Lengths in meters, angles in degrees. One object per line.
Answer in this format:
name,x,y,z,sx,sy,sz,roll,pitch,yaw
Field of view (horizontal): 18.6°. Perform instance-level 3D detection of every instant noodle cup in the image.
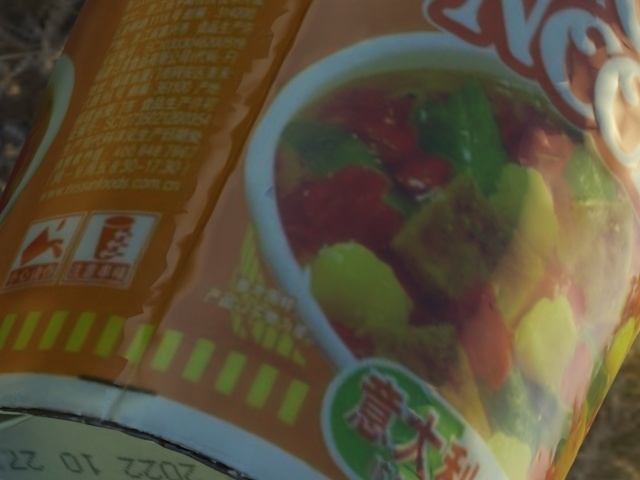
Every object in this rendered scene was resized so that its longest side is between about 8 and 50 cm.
instant noodle cup,0.000,0.000,0.407,0.168,0.168,0.185,52,45,-30
